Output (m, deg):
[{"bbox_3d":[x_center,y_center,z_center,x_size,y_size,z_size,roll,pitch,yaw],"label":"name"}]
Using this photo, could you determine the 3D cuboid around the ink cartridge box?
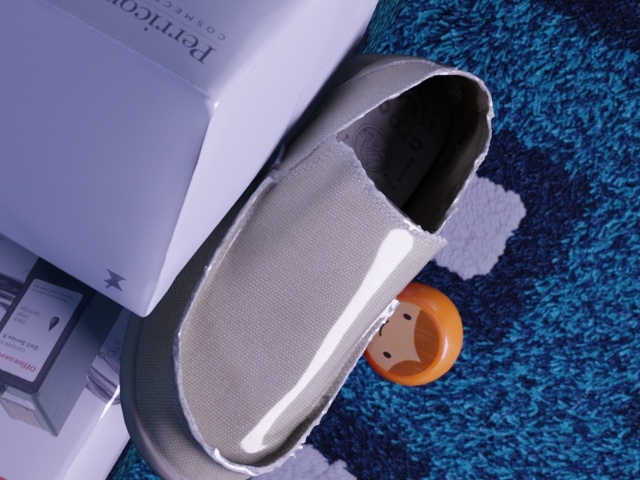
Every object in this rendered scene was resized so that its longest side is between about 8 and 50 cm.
[{"bbox_3d":[-0.183,0.027,0.780,0.272,0.198,0.115,-60,174,-7],"label":"ink cartridge box"}]

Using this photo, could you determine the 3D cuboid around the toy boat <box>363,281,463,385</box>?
[{"bbox_3d":[0.012,0.034,0.735,0.231,0.151,0.151,-46,159,-44],"label":"toy boat"}]

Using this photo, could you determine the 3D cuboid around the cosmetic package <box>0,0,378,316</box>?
[{"bbox_3d":[-0.103,-0.128,0.550,0.224,0.224,0.138,-57,174,-41],"label":"cosmetic package"}]

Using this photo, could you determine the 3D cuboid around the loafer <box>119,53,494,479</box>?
[{"bbox_3d":[0.000,0.000,0.601,0.092,0.102,0.268,-17,-143,52],"label":"loafer"}]
